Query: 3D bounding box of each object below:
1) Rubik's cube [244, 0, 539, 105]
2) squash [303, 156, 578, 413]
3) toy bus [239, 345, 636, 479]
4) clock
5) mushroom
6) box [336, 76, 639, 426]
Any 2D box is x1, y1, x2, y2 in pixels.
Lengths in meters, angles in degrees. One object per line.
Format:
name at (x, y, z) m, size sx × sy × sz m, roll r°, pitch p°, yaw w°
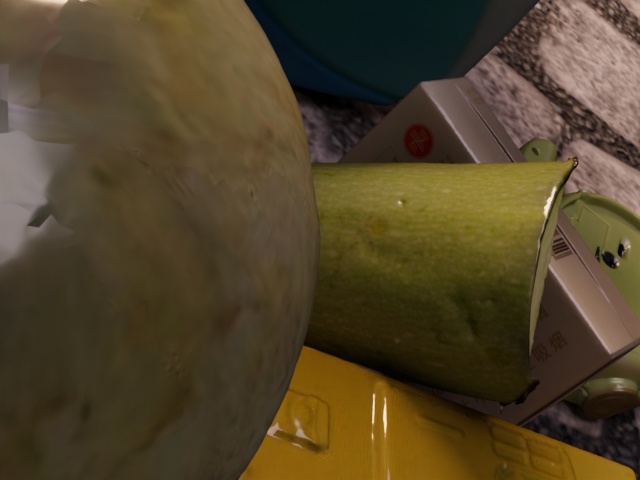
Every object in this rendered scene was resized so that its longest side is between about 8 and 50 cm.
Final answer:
Rubik's cube at (0.000, -0.338, 0.840) m, size 0.347 × 0.351 × 0.352 m, roll 12°, pitch 54°, yaw -30°
squash at (0.004, 0.014, 0.712) m, size 0.137 × 0.287 × 0.137 m, roll -17°, pitch 110°, yaw -61°
toy bus at (0.012, 0.135, 0.647) m, size 0.335 × 0.123 × 0.121 m, roll 23°, pitch 46°, yaw -22°
clock at (0.205, 0.044, 0.905) m, size 0.232 × 0.069 × 0.170 m, roll 36°, pitch 43°, yaw -10°
mushroom at (-0.173, -0.015, 0.473) m, size 0.352 × 0.260 × 0.352 m, roll 9°, pitch 60°, yaw -17°
box at (0.088, 0.018, 0.783) m, size 0.058 × 0.141 × 0.201 m, roll -16°, pitch 67°, yaw -52°
